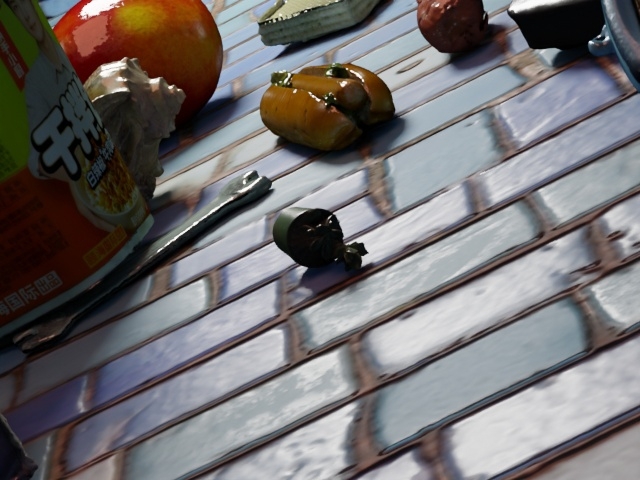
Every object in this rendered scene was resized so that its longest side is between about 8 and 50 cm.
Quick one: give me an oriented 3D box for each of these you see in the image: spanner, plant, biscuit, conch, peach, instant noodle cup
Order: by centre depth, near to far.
[{"bbox_3d":[0.000,0.000,1.502,0.051,0.051,0.102,-33,22,-18],"label":"plant"},{"bbox_3d":[-0.162,0.017,1.768,0.302,0.017,0.071,-36,18,-26],"label":"spanner"},{"bbox_3d":[-0.324,-0.082,1.778,0.294,0.308,0.294,-31,12,7],"label":"instant noodle cup"},{"bbox_3d":[-0.250,-0.094,1.976,0.245,0.163,0.178,-22,-17,15],"label":"conch"},{"bbox_3d":[-0.221,-0.213,2.263,0.196,0.190,0.226,-22,22,52],"label":"peach"},{"bbox_3d":[0.034,-0.321,2.425,0.150,0.052,0.252,-12,24,34],"label":"biscuit"}]

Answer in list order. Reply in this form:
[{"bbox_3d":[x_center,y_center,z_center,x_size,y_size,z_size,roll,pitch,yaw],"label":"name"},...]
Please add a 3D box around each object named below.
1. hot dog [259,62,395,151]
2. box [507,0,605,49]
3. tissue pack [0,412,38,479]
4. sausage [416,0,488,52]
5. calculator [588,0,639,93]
[{"bbox_3d":[0.001,-0.141,1.898,0.100,0.068,0.249,-32,16,-12],"label":"hot dog"},{"bbox_3d":[0.347,-0.268,1.719,0.290,0.073,0.289,-38,20,-33],"label":"box"},{"bbox_3d":[-0.395,0.200,1.395,0.343,0.125,0.242,-34,18,-12],"label":"tissue pack"},{"bbox_3d":[0.134,-0.234,1.957,0.076,0.076,0.141,-24,18,12],"label":"sausage"},{"bbox_3d":[0.343,-0.209,1.481,0.293,0.051,0.173,-23,44,15],"label":"calculator"}]
